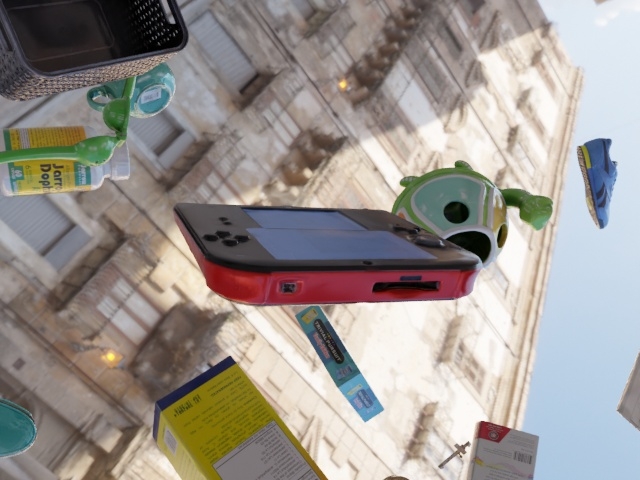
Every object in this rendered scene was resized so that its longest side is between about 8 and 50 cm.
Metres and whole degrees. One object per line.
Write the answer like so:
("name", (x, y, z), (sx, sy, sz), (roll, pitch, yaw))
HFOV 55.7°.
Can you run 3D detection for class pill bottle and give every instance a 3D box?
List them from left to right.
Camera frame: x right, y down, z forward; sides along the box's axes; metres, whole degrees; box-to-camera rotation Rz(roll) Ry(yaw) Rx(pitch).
("pill bottle", (-0.450, -0.142, 1.061), (0.209, 0.117, 0.118), (-8, -172, -26))

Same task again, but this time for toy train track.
("toy train track", (0.277, 0.444, 1.244), (0.083, 0.048, 0.014), (-41, -146, 5))

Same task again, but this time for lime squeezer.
("lime squeezer", (-0.316, -0.171, 0.846), (0.310, 0.110, 0.059), (-56, -177, -31))

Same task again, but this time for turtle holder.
("turtle holder", (0.325, -0.026, 1.354), (0.227, 0.321, 0.243), (-97, -161, -62))

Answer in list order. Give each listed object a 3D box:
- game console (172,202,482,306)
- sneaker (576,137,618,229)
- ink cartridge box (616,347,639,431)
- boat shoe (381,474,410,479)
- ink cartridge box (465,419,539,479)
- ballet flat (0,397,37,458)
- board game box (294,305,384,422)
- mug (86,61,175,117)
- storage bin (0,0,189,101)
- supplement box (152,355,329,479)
("game console", (0.000, 0.000, 0.884), (0.387, 0.060, 0.342), (1, -160, -23))
("sneaker", (0.635, -0.127, 1.356), (0.082, 0.209, 0.069), (-15, -164, 8))
("ink cartridge box", (0.510, 0.158, 0.812), (0.239, 0.060, 0.275), (-22, 130, -81))
("boat shoe", (0.216, 0.601, 1.165), (0.122, 0.110, 0.341), (-7, -133, -25))
("ink cartridge box", (0.383, 0.490, 1.296), (0.072, 0.128, 0.175), (89, 17, -69))
("ballet flat", (-0.500, 0.237, 0.777), (0.087, 0.247, 0.083), (-20, -118, 46))
("board game box", (0.062, 0.360, 1.758), (0.079, 0.336, 0.253), (-32, -125, -4))
("mug", (-0.360, -0.296, 1.191), (0.158, 0.097, 0.129), (-46, 159, 13))
("storage bin", (-0.237, -0.220, 0.592), (0.084, 0.122, 0.180), (-8, -164, 45))
("supplement box", (-0.175, 0.463, 1.279), (0.194, 0.356, 0.195), (-28, 155, -33))
